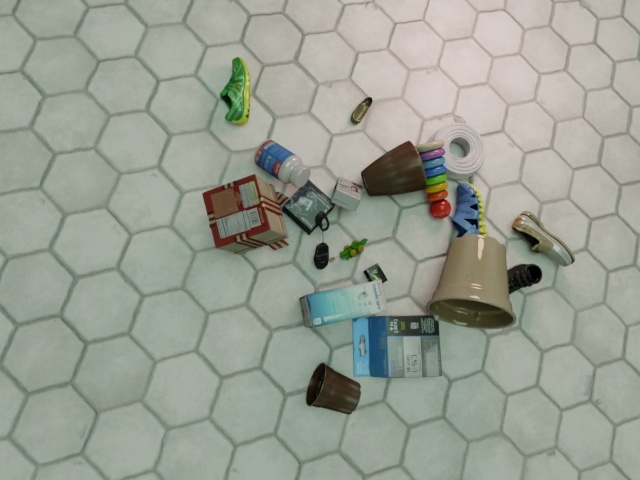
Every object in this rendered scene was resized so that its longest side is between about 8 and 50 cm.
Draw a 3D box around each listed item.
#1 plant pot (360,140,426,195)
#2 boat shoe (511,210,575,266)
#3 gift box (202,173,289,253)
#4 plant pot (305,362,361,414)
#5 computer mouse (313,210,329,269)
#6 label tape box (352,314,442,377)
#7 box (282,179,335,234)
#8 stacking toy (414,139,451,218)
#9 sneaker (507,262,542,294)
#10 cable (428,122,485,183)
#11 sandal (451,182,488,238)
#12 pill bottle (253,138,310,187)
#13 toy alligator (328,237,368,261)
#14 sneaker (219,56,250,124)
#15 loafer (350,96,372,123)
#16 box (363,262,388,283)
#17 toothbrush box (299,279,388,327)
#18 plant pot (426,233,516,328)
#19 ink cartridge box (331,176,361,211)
[{"bbox_3d":[0.294,-0.277,1.899,0.230,0.215,0.216,-20,83,1],"label":"plant pot"},{"bbox_3d":[0.972,0.012,1.996,0.103,0.113,0.302,-40,77,-13],"label":"boat shoe"},{"bbox_3d":[-0.255,-0.087,1.722,0.276,0.258,0.255,-13,82,9],"label":"gift box"},{"bbox_3d":[0.054,0.569,1.710,0.165,0.167,0.167,24,76,-11],"label":"plant pot"},{"bbox_3d":[0.000,0.000,1.824,0.071,0.041,0.242,-8,107,-36],"label":"computer mouse"},{"bbox_3d":[0.303,0.421,1.802,0.333,0.106,0.241,1,78,-9],"label":"label tape box"},{"bbox_3d":[-0.048,-0.136,1.859,0.156,0.093,0.158,42,77,0],"label":"box"},{"bbox_3d":[0.485,-0.252,1.928,0.141,0.141,0.331,-16,98,-12],"label":"stacking toy"},{"bbox_3d":[0.802,0.180,1.910,0.295,0.147,0.105,-30,87,-12],"label":"sneaker"},{"bbox_3d":[0.606,-0.398,2.018,0.257,0.089,0.257,19,77,-5],"label":"cable"},{"bbox_3d":[0.628,-0.096,1.951,0.138,0.126,0.318,-7,79,-7],"label":"sandal"},{"bbox_3d":[-0.151,-0.305,1.822,0.221,0.124,0.124,34,74,23],"label":"pill bottle"},{"bbox_3d":[0.120,0.054,1.873,0.189,0.056,0.051,-31,126,-14],"label":"toy alligator"},{"bbox_3d":[-0.358,-0.634,1.894,0.123,0.109,0.296,0,79,-13],"label":"sneaker"},{"bbox_3d":[0.183,-0.582,2.004,0.056,0.050,0.148,31,76,-2],"label":"loafer"},{"bbox_3d":[0.227,0.146,1.870,0.062,0.052,0.083,-29,84,-13],"label":"box"},{"bbox_3d":[0.082,0.246,1.743,0.295,0.216,0.126,-9,81,-10],"label":"toothbrush box"},{"bbox_3d":[0.617,0.155,1.818,0.333,0.334,0.306,18,66,-6],"label":"plant pot"},{"bbox_3d":[0.109,-0.192,1.865,0.109,0.150,0.063,22,118,-5],"label":"ink cartridge box"}]
